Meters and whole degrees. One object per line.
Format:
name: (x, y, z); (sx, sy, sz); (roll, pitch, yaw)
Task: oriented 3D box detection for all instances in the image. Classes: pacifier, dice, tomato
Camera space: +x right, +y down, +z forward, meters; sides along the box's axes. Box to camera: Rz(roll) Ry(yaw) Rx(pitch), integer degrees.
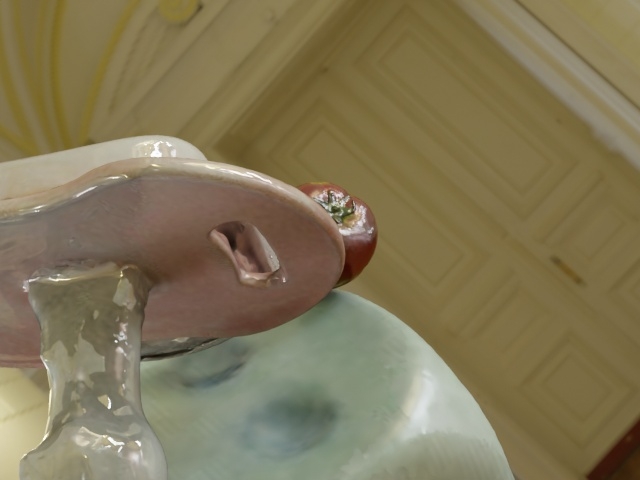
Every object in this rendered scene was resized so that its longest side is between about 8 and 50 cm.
pacifier: (-0.146, 0.044, 0.714); (0.332, 0.221, 0.273); (-10, 25, 9)
dice: (-0.020, 0.213, 0.888); (0.264, 0.262, 0.268); (-34, -53, -21)
tomato: (0.000, 0.000, 0.881); (0.087, 0.087, 0.075); (-43, -12, -48)
